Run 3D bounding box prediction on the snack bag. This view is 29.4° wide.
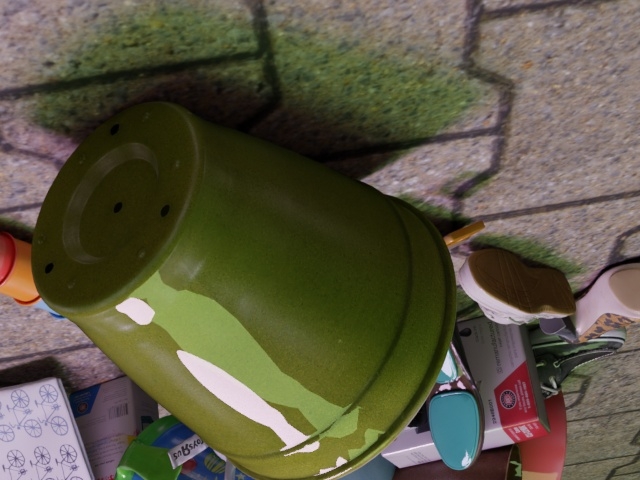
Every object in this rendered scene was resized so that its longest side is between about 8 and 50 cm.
[{"bbox_3d":[-0.520,0.385,1.976,0.342,0.323,0.037,-10,-165,20],"label":"snack bag"}]

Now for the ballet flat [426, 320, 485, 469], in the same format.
[{"bbox_3d":[0.210,0.219,1.918,0.095,0.280,0.096,-5,-162,27],"label":"ballet flat"}]

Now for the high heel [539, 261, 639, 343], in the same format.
[{"bbox_3d":[0.489,0.096,1.951,0.261,0.093,0.186,-22,165,21],"label":"high heel"}]

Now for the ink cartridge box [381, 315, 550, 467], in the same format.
[{"bbox_3d":[0.225,0.251,2.044,0.272,0.197,0.114,-16,154,16],"label":"ink cartridge box"}]

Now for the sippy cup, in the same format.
[{"bbox_3d":[-0.170,0.411,1.896,0.224,0.240,0.305,14,-168,35],"label":"sippy cup"}]

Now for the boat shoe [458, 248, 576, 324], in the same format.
[{"bbox_3d":[0.274,0.083,1.802,0.096,0.098,0.277,-26,152,33],"label":"boat shoe"}]

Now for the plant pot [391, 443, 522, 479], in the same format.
[{"bbox_3d":[0.219,0.447,2.108,0.230,0.215,0.215,2,160,18],"label":"plant pot"}]

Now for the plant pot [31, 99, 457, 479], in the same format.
[{"bbox_3d":[-0.103,0.037,1.301,0.366,0.366,0.353,-23,142,30],"label":"plant pot"}]

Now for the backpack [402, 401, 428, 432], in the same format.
[{"bbox_3d":[0.106,0.228,1.966,0.115,0.182,0.152,-27,151,36],"label":"backpack"}]

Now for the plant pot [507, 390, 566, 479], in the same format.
[{"bbox_3d":[0.301,0.367,2.286,0.243,0.275,0.275,6,154,-10],"label":"plant pot"}]

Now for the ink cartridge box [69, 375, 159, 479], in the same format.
[{"bbox_3d":[-0.338,0.356,2.036,0.134,0.231,0.078,-19,155,23],"label":"ink cartridge box"}]

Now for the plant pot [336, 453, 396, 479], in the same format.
[{"bbox_3d":[-0.032,0.328,2.090,0.290,0.290,0.195,-12,120,8],"label":"plant pot"}]

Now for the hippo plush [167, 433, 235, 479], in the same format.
[{"bbox_3d":[-0.105,0.188,1.807,0.237,0.234,0.294,-58,170,28],"label":"hippo plush"}]

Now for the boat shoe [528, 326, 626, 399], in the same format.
[{"bbox_3d":[0.380,0.227,2.142,0.335,0.119,0.121,-18,155,20],"label":"boat shoe"}]

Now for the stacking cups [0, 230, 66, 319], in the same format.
[{"bbox_3d":[-0.342,0.055,1.530,0.096,0.096,0.316,-23,151,30],"label":"stacking cups"}]

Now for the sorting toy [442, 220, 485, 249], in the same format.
[{"bbox_3d":[0.083,0.030,1.639,0.347,0.047,0.196,-30,173,40],"label":"sorting toy"}]
